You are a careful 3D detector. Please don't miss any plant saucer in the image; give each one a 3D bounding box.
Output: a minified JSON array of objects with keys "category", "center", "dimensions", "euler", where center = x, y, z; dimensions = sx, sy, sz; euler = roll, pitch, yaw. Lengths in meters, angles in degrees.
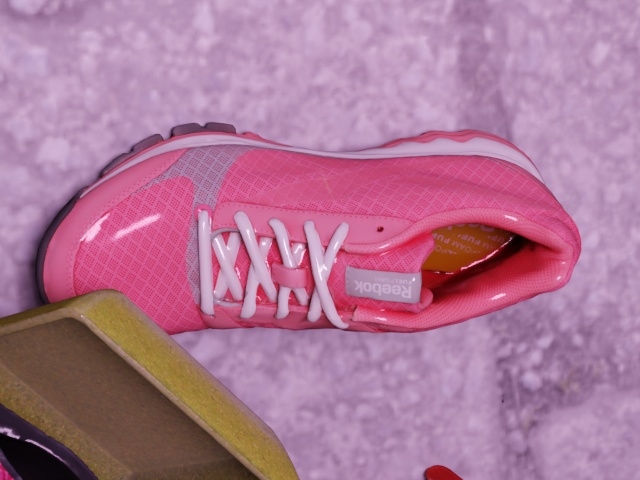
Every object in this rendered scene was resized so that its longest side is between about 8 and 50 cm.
[{"category":"plant saucer","center":[-0.118,0.094,0.863],"dimensions":[0.188,0.188,0.045],"euler":[45,51,-26]}]

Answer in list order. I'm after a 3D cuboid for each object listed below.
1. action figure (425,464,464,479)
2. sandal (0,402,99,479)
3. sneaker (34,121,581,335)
[{"category":"action figure","center":[0.091,0.305,1.010],"dimensions":[0.092,0.139,0.280],"euler":[-16,116,-10]},{"category":"sandal","center":[-0.195,0.112,0.857],"dimensions":[0.179,0.067,0.040],"euler":[40,54,-20]},{"category":"sneaker","center":[0.000,-0.001,0.862],"dimensions":[0.314,0.136,0.115],"euler":[-8,111,-15]}]
